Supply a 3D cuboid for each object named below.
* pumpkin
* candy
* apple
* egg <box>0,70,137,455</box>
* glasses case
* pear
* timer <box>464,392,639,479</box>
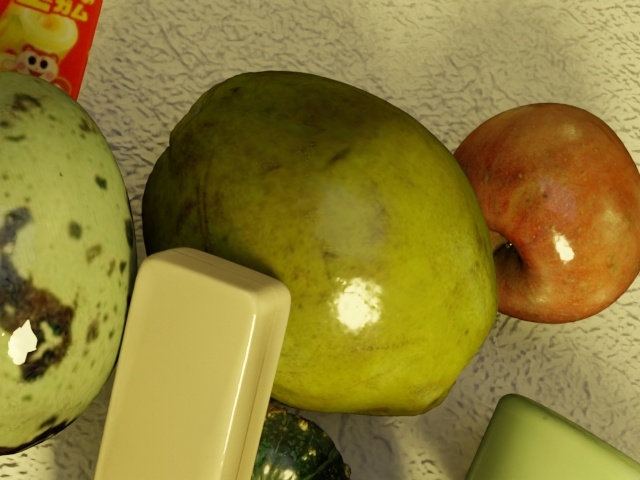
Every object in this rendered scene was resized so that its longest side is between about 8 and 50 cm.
[{"bbox_3d":[-0.065,0.260,1.848,0.190,0.146,0.190,1,88,-18],"label":"pumpkin"},{"bbox_3d":[-0.326,-0.211,1.941,0.146,0.088,0.276,18,67,-13],"label":"candy"},{"bbox_3d":[0.263,-0.034,2.030,0.253,0.253,0.254,6,71,-19],"label":"apple"},{"bbox_3d":[-0.323,0.023,1.749,0.287,0.287,0.379,10,76,-18],"label":"egg"},{"bbox_3d":[-0.134,0.183,1.739,0.144,0.076,0.336,21,106,23],"label":"glasses case"},{"bbox_3d":[0.000,0.000,1.873,0.413,0.352,0.352,39,64,5],"label":"pear"},{"bbox_3d":[0.235,0.366,1.899,0.291,0.291,0.315,36,85,-7],"label":"timer"}]
